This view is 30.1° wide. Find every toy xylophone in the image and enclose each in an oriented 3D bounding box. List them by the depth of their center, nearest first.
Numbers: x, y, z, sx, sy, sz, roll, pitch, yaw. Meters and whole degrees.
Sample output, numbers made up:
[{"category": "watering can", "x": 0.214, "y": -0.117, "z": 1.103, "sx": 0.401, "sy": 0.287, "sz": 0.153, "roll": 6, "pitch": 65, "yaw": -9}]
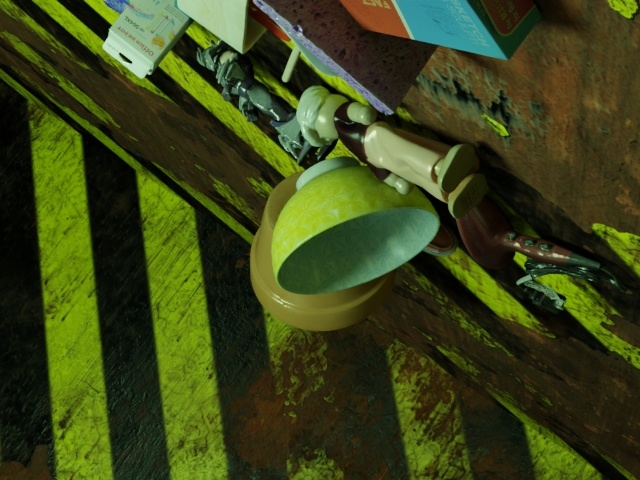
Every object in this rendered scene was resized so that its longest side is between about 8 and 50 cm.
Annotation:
[{"category": "toy xylophone", "x": -0.103, "y": -0.330, "z": 1.611, "sx": 0.236, "sy": 0.081, "sz": 0.322, "roll": 37, "pitch": 170, "yaw": -7}]

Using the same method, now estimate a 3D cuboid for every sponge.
[{"category": "sponge", "x": 0.036, "y": -0.256, "z": 1.388, "sx": 0.210, "sy": 0.117, "sz": 0.031, "roll": 39, "pitch": 168, "yaw": -15}]

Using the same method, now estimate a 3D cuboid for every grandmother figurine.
[{"category": "grandmother figurine", "x": 0.093, "y": -0.145, "z": 1.786, "sx": 0.342, "sy": 0.104, "sz": 0.208, "roll": 32, "pitch": 154, "yaw": 38}]

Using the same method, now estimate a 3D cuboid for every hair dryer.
[{"category": "hair dryer", "x": 0.316, "y": -0.002, "z": 1.827, "sx": 0.293, "sy": 0.080, "sz": 0.223, "roll": 32, "pitch": 155, "yaw": -11}]

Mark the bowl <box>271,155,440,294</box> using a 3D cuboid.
[{"category": "bowl", "x": 0.038, "y": -0.045, "z": 1.976, "sx": 0.289, "sy": 0.289, "sz": 0.156, "roll": 62, "pitch": -173, "yaw": -67}]

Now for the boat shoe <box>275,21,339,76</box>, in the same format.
[{"category": "boat shoe", "x": -0.043, "y": -0.308, "z": 1.436, "sx": 0.258, "sy": 0.095, "sz": 0.084, "roll": 57, "pitch": -172, "yaw": -11}]

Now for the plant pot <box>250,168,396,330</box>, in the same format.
[{"category": "plant pot", "x": 0.000, "y": 0.000, "z": 2.282, "sx": 0.290, "sy": 0.291, "sz": 0.203, "roll": 32, "pitch": 153, "yaw": 22}]

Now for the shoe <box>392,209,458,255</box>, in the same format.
[{"category": "shoe", "x": 0.166, "y": -0.038, "z": 2.094, "sx": 0.178, "sy": 0.063, "sz": 0.081, "roll": 38, "pitch": 173, "yaw": 10}]

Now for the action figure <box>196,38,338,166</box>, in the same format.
[{"category": "action figure", "x": -0.102, "y": -0.238, "z": 1.975, "sx": 0.285, "sy": 0.099, "sz": 0.185, "roll": 38, "pitch": -173, "yaw": 16}]

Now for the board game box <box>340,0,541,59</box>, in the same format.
[{"category": "board game box", "x": 0.051, "y": -0.322, "z": 1.193, "sx": 0.242, "sy": 0.064, "sz": 0.316, "roll": 24, "pitch": 164, "yaw": 49}]

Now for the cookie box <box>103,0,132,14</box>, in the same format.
[{"category": "cookie box", "x": -0.338, "y": -0.422, "z": 2.073, "sx": 0.107, "sy": 0.040, "sz": 0.092, "roll": 32, "pitch": 169, "yaw": 19}]

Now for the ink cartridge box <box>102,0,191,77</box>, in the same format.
[{"category": "ink cartridge box", "x": -0.278, "y": -0.345, "z": 1.938, "sx": 0.092, "sy": 0.143, "sz": 0.090, "roll": 37, "pitch": 170, "yaw": -7}]
